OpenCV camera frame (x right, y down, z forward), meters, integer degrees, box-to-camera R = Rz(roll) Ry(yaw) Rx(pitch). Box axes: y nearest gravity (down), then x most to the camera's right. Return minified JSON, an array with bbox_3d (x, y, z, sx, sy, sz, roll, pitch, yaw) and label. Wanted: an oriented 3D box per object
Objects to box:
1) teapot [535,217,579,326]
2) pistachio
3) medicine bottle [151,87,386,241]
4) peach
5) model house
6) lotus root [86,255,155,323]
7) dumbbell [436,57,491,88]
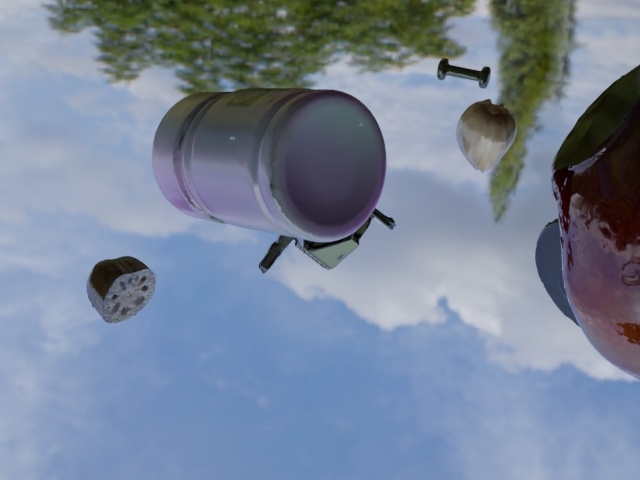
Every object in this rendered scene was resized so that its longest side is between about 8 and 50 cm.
[{"bbox_3d":[0.453,-0.034,1.388,0.337,0.270,0.200,-31,-177,-31],"label":"teapot"},{"bbox_3d":[0.333,-0.213,1.972,0.117,0.145,0.200,17,169,0],"label":"pistachio"},{"bbox_3d":[-0.081,-0.117,1.410,0.212,0.212,0.325,-15,-165,-36],"label":"medicine bottle"},{"bbox_3d":[0.397,-0.038,0.944,0.310,0.406,0.335,42,-139,-8],"label":"peach"},{"bbox_3d":[0.000,0.000,2.225,0.218,0.279,0.205,36,-178,-14],"label":"model house"},{"bbox_3d":[-0.371,0.089,1.770,0.081,0.112,0.122,28,-152,34],"label":"lotus root"},{"bbox_3d":[0.317,-0.370,2.123,0.118,0.046,0.052,14,-140,15],"label":"dumbbell"}]
